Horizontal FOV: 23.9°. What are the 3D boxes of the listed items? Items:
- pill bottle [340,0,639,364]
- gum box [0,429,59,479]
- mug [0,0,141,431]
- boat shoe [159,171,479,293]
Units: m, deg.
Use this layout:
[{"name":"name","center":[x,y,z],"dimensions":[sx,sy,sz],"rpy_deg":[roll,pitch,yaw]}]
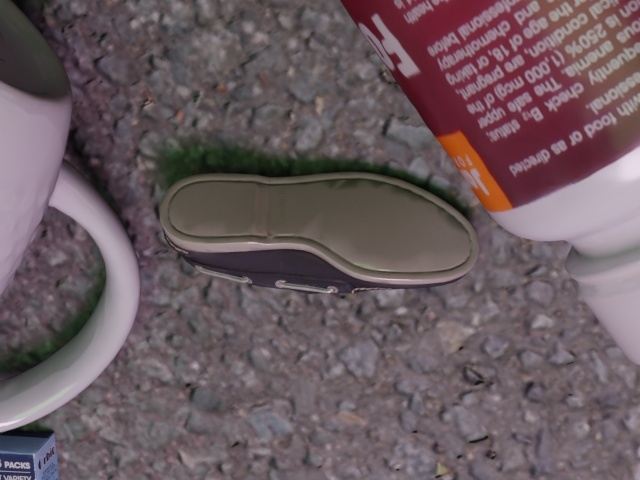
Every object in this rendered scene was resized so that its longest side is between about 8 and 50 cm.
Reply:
[{"name":"pill bottle","center":[0.135,-0.142,0.809],"dimensions":[0.224,0.224,0.392],"rpy_deg":[-33,98,20]},{"name":"gum box","center":[-0.268,0.228,1.120],"dimensions":[0.157,0.041,0.184],"rpy_deg":[2,107,12]},{"name":"mug","center":[-0.286,-0.002,0.951],"dimensions":[0.374,0.276,0.328],"rpy_deg":[35,107,-33]},{"name":"boat shoe","center":[0.000,0.000,0.986],"dimensions":[0.206,0.075,0.065],"rpy_deg":[7,152,5]}]
